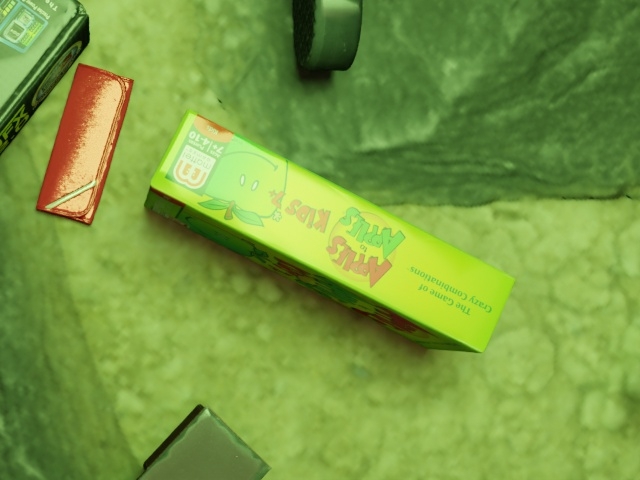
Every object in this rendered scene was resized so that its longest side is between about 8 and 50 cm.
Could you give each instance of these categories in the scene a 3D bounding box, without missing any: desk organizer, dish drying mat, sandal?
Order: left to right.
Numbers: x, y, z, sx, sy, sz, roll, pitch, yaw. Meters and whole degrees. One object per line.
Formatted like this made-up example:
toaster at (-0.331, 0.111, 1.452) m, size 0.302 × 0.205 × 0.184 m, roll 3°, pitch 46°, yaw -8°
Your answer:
dish drying mat at (-0.127, -0.052, 0.576) m, size 0.032 × 0.008 × 0.083 m, roll 16°, pitch 83°, yaw -9°
desk organizer at (-0.089, 0.147, 0.546) m, size 0.047 × 0.050 × 0.130 m, roll 45°, pitch 79°, yaw -5°
sandal at (0.014, -0.221, 0.579) m, size 0.054 × 0.097 × 0.255 m, roll -1°, pitch 97°, yaw -10°

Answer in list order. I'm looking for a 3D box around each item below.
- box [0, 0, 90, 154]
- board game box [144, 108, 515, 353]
box at (-0.284, -0.105, 0.522) m, size 0.270 × 0.060 × 0.216 m, roll 37°, pitch 79°, yaw -6°
board game box at (0.000, 0.000, 0.554) m, size 0.181 × 0.092 × 0.043 m, roll 27°, pitch 81°, yaw -8°
